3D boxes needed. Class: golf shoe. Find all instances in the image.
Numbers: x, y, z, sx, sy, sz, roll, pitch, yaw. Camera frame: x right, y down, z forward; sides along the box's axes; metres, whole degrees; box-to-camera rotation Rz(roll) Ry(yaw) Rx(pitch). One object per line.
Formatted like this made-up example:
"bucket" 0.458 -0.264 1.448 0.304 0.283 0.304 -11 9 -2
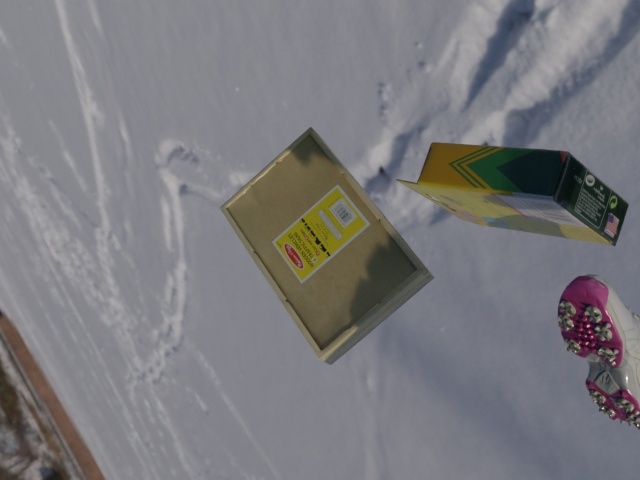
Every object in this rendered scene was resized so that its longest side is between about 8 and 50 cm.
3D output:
"golf shoe" 0.450 0.145 1.207 0.115 0.140 0.306 23 150 50

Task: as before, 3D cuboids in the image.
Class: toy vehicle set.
"toy vehicle set" 0.000 0.000 1.011 0.267 0.166 0.035 54 -171 30

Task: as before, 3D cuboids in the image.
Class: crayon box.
"crayon box" 0.305 -0.081 1.308 0.202 0.081 0.318 26 170 -41
